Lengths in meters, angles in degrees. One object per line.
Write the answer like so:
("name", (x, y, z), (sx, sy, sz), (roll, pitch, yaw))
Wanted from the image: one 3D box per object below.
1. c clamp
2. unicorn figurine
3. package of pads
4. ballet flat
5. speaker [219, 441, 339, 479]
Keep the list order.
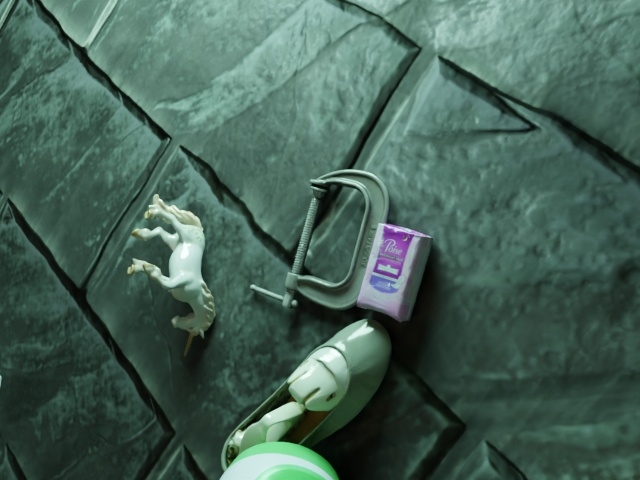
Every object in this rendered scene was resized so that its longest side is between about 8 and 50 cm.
("c clamp", (0.000, 0.000, 0.686), (0.137, 0.022, 0.161), (24, 96, 35))
("unicorn figurine", (-0.156, 0.034, 0.749), (0.060, 0.111, 0.162), (-9, 62, 43))
("package of pads", (0.068, 0.029, 0.628), (0.050, 0.032, 0.083), (17, 92, 32))
("ballet flat", (-0.017, 0.157, 0.642), (0.213, 0.068, 0.072), (-49, 58, 17))
("speaker", (-0.051, 0.293, 0.508), (0.131, 0.296, 0.131), (3, 116, 6))
